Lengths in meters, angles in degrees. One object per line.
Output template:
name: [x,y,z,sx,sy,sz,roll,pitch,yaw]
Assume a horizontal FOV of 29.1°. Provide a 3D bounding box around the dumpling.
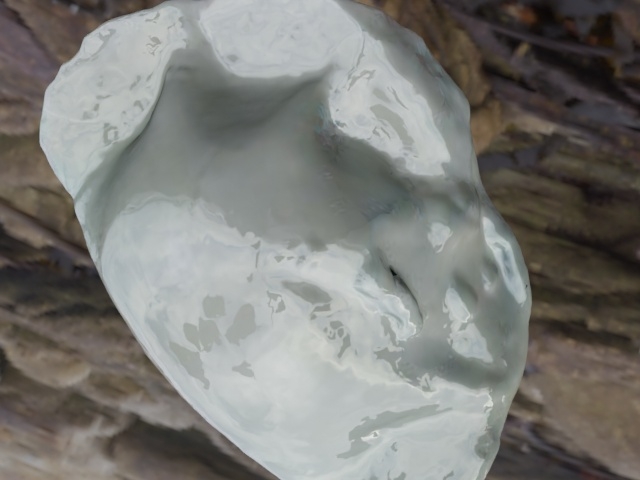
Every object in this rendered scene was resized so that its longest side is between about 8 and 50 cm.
dumpling: [0.000,0.000,0.466,0.229,0.151,0.124,53,-172,-4]
